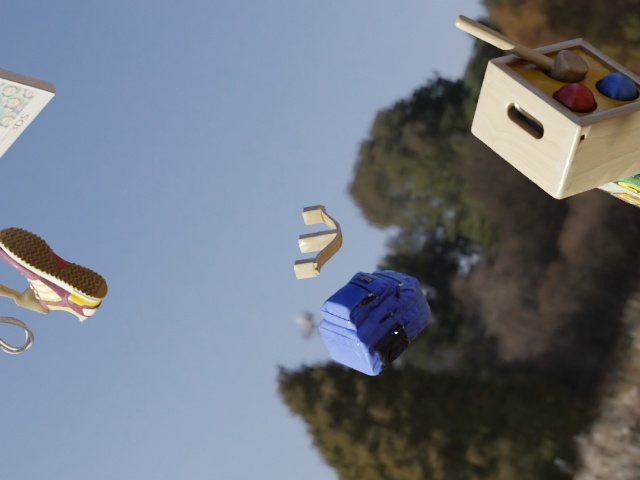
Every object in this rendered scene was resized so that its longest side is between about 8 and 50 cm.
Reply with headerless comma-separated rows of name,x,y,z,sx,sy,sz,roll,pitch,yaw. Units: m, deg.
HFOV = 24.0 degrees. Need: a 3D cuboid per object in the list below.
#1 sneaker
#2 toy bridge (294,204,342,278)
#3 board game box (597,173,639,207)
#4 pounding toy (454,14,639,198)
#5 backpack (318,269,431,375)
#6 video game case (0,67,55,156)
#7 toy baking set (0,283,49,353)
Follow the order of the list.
sneaker,-0.410,0.056,2.218,0.084,0.185,0.069,-51,9,37
toy bridge,0.000,0.000,2.212,0.188,0.063,0.026,-83,-18,-61
board game box,0.439,-0.067,2.034,0.030,0.259,0.136,-67,11,-7
pounding toy,0.192,-0.120,1.240,0.130,0.141,0.100,-17,-46,-34
backpack,0.069,0.086,1.785,0.120,0.098,0.101,-38,-52,-24
video game case,-0.377,-0.129,1.558,0.157,0.019,0.143,13,-47,-47
toy baking set,-0.537,0.125,2.242,0.256,0.197,0.030,-42,23,-11
